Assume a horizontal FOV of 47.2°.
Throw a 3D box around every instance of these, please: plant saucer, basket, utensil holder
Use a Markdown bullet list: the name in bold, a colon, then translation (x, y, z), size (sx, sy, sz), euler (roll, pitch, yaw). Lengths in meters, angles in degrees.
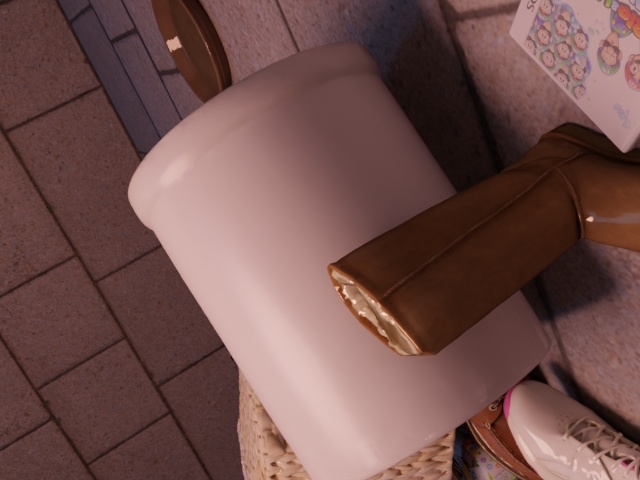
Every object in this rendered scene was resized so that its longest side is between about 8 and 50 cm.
- **plant saucer**: translation (-0.260, -0.401, 1.493), size (0.278, 0.041, 0.278), euler (51, 162, 24)
- **basket**: translation (0.028, 0.322, 1.254), size (0.331, 0.328, 0.267), euler (-113, 19, -55)
- **utensil holder**: translation (0.024, 0.031, 0.828), size (0.385, 0.327, 0.327), euler (57, 162, 9)

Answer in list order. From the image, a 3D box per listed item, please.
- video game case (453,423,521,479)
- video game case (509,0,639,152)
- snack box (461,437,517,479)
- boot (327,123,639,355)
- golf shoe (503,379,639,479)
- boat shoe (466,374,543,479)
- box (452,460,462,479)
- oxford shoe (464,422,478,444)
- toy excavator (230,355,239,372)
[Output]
- **video game case**: translation (0.263, 0.348, 1.333), size (0.193, 0.023, 0.212), euler (60, 164, -4)
- **video game case**: translation (0.222, -0.168, 0.581), size (0.157, 0.019, 0.143), euler (55, 161, 23)
- **snack box**: translation (0.288, 0.409, 1.257), size (0.100, 0.037, 0.141), euler (43, 157, 39)
- **boot**: translation (0.177, 0.017, 0.606), size (0.236, 0.269, 0.089), euler (34, 151, 53)
- **golf shoe**: translation (0.350, 0.264, 0.847), size (0.306, 0.115, 0.140), euler (44, 148, 23)
- **boat shoe**: translation (0.233, 0.204, 1.003), size (0.307, 0.110, 0.104), euler (50, 172, 26)
- **box**: translation (0.286, 0.507, 1.495), size (0.164, 0.021, 0.201), euler (47, 167, 34)
- **oxford shoe**: translation (0.236, 0.264, 1.152), size (0.076, 0.076, 0.212), euler (5, 133, 33)
- **toy excavator**: translation (-0.088, 0.257, 1.766), size (0.433, 0.222, 0.445), euler (46, 159, 45)
